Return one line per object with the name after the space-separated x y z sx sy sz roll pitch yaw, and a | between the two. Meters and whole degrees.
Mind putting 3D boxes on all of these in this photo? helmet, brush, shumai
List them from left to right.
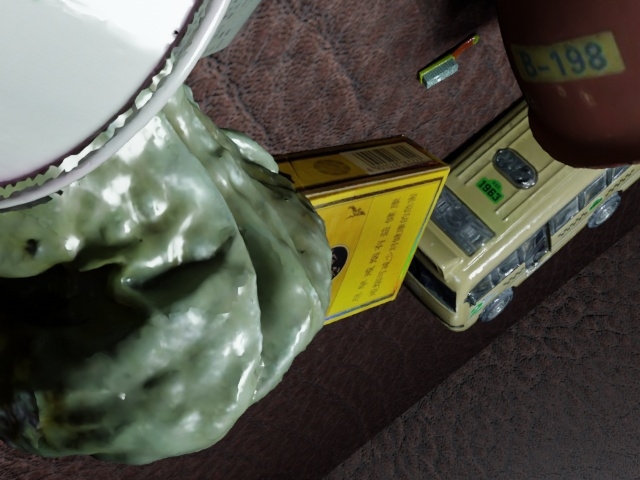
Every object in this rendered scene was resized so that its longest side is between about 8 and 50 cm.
-0.147 -0.051 0.641 0.304 0.309 0.263 -63 152 -44 | shumai
0.144 -0.195 1.120 0.083 0.021 0.019 -37 157 -11 | brush
0.295 -0.254 0.889 0.337 0.230 0.385 -46 -155 -13 | helmet

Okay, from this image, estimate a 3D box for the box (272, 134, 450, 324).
0.000 0.000 1.126 0.301 0.084 0.193 -16 133 -49 | box

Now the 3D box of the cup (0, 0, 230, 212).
-0.191 -0.156 0.335 0.253 0.253 0.274 -46 150 16 | cup

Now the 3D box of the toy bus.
0.260 -0.057 1.400 0.365 0.177 0.202 -41 157 -6 | toy bus

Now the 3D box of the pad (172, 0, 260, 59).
-0.082 -0.159 0.689 0.159 0.009 0.265 -30 178 -29 | pad
